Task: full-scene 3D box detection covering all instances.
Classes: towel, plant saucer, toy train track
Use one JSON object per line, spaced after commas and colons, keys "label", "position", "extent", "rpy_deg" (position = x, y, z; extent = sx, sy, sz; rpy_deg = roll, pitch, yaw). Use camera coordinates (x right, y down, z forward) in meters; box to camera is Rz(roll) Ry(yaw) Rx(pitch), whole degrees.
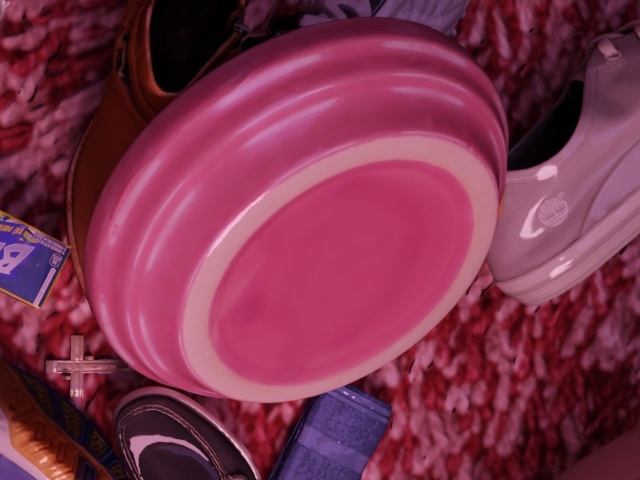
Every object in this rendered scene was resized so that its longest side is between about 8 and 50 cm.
{"label": "towel", "position": [0.005, 0.170, 1.229], "extent": [0.067, 0.029, 0.119], "rpy_deg": [30, 79, -12]}
{"label": "plant saucer", "position": [0.000, 0.000, 1.100], "extent": [0.332, 0.332, 0.084], "rpy_deg": [-23, 51, -16]}
{"label": "toy train track", "position": [-0.169, 0.097, 1.192], "extent": [0.083, 0.014, 0.048], "rpy_deg": [0, 87, -16]}

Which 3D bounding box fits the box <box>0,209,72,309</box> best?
{"label": "box", "position": [-0.271, -0.010, 1.144], "extent": [0.169, 0.059, 0.054], "rpy_deg": [28, 82, -12]}

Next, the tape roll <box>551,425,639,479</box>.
{"label": "tape roll", "position": [0.203, 0.262, 1.096], "extent": [0.392, 0.392, 0.072], "rpy_deg": [-43, 98, -14]}

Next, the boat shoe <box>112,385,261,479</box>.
{"label": "boat shoe", "position": [-0.076, 0.210, 1.158], "extent": [0.084, 0.079, 0.233], "rpy_deg": [-30, 104, 5]}

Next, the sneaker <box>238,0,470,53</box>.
{"label": "sneaker", "position": [0.064, -0.178, 1.232], "extent": [0.292, 0.110, 0.118], "rpy_deg": [-39, 105, -6]}

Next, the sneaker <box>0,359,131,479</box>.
{"label": "sneaker", "position": [-0.269, 0.148, 1.129], "extent": [0.296, 0.112, 0.131], "rpy_deg": [39, 99, -12]}

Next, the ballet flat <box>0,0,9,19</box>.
{"label": "ballet flat", "position": [-0.424, -0.156, 1.078], "extent": [0.408, 0.147, 0.147], "rpy_deg": [5, 86, -16]}

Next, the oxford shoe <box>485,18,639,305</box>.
{"label": "oxford shoe", "position": [0.288, -0.134, 1.259], "extent": [0.449, 0.169, 0.130], "rpy_deg": [-41, 97, -9]}

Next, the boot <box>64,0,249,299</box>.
{"label": "boot", "position": [-0.108, -0.081, 1.109], "extent": [0.109, 0.220, 0.283], "rpy_deg": [17, 83, -12]}
